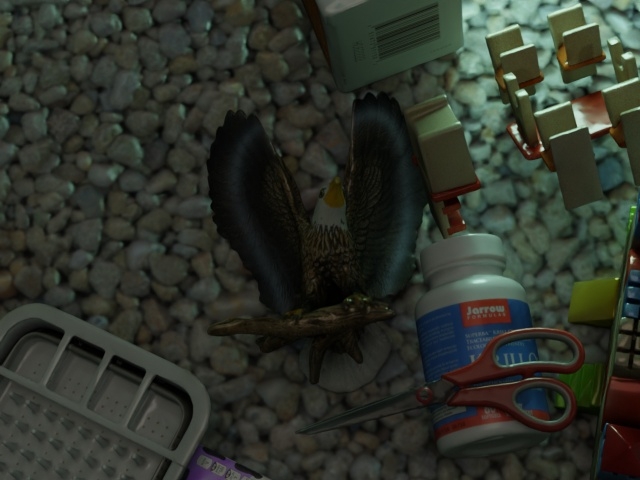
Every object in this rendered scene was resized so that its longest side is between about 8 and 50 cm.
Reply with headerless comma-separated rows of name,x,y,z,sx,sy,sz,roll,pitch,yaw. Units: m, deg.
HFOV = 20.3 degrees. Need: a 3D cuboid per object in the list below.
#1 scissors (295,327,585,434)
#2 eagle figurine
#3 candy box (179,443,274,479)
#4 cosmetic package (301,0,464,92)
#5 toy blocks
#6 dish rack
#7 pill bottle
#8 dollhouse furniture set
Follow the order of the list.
scissors,0.122,0.145,1.814,0.297,0.021,0.109,-2,75,1
eagle figurine,0.005,-0.008,1.941,0.226,0.225,0.298,27,35,-27
candy box,-0.076,0.332,1.876,0.196,0.070,0.165,25,76,11
cosmetic package,0.006,-0.424,2.024,0.161,0.230,0.453,-21,71,-1
toy blocks,0.344,0.113,1.811,0.191,0.261,0.381,9,74,7
dish rack,-0.285,0.257,1.895,0.286,0.072,0.333,23,75,24
pill bottle,0.167,0.111,1.897,0.124,0.124,0.221,-10,73,2
dollhouse furniture set,0.230,-0.113,1.922,0.259,0.135,0.262,-19,32,-1
